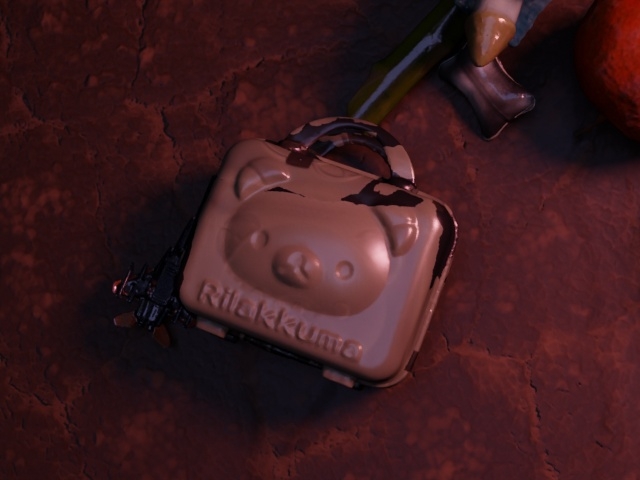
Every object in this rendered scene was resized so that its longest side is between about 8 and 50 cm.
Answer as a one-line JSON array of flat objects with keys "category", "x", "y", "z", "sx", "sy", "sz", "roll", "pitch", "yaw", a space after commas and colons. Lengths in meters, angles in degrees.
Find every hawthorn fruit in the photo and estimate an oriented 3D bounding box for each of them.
[{"category": "hawthorn fruit", "x": 0.426, "y": -0.219, "z": 1.540, "sx": 0.271, "sy": 0.242, "sz": 0.242, "roll": -40, "pitch": 76, "yaw": 30}]

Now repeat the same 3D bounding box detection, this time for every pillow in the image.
[{"category": "pillow", "x": 0.227, "y": -0.214, "z": 1.643, "sx": 0.091, "sy": 0.055, "sz": 0.136, "roll": -33, "pitch": 76, "yaw": 7}]

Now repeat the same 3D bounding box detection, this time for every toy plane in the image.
[{"category": "toy plane", "x": -0.215, "y": 0.050, "z": 1.682, "sx": 0.130, "sy": 0.061, "sz": 0.189, "roll": 26, "pitch": 84, "yaw": -11}]

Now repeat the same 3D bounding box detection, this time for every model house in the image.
[{"category": "model house", "x": 0.272, "y": -0.331, "z": 1.496, "sx": 0.194, "sy": 0.267, "sz": 0.325, "roll": 33, "pitch": 68, "yaw": -28}]

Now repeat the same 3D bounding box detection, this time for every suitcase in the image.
[{"category": "suitcase", "x": 0.000, "y": 0.000, "z": 1.584, "sx": 0.351, "sy": 0.194, "sz": 0.339, "roll": 20, "pitch": 84, "yaw": 12}]

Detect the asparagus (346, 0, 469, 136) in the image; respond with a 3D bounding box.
[{"category": "asparagus", "x": 0.137, "y": -0.262, "z": 1.666, "sx": 0.277, "sy": 0.060, "sz": 0.067, "roll": -45, "pitch": 76, "yaw": 3}]
